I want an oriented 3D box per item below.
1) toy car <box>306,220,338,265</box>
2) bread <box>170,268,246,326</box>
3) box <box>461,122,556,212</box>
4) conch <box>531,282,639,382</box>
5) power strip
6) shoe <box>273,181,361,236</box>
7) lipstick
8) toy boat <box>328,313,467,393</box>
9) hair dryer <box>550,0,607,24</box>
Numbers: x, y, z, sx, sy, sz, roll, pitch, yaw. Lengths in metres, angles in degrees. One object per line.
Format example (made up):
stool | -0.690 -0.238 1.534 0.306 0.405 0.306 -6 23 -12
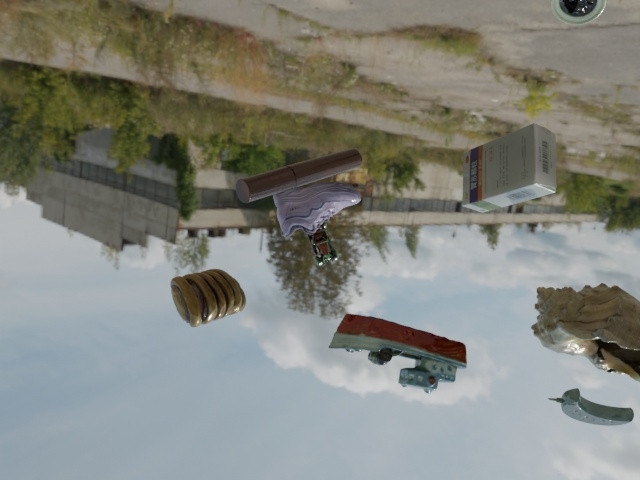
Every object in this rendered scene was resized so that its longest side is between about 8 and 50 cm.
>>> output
toy car | 0.000 0.000 1.632 0.073 0.143 0.054 -18 169 -8
bread | -0.270 0.131 1.362 0.134 0.081 0.225 54 -156 10
box | 0.599 -0.224 1.791 0.106 0.200 0.299 14 163 -30
conch | 0.617 0.190 1.193 0.324 0.186 0.263 21 -177 5
power strip | 0.756 0.474 1.581 0.216 0.044 0.137 19 149 -4
shoe | -0.009 -0.084 1.535 0.245 0.137 0.095 -4 176 10
lipstick | -0.038 -0.156 1.291 0.357 0.057 0.057 -23 -152 -39
toy boat | 0.177 0.272 1.318 0.332 0.133 0.145 18 164 -15
hair dryer | 0.707 -0.661 1.256 0.128 0.203 0.362 38 152 -18
